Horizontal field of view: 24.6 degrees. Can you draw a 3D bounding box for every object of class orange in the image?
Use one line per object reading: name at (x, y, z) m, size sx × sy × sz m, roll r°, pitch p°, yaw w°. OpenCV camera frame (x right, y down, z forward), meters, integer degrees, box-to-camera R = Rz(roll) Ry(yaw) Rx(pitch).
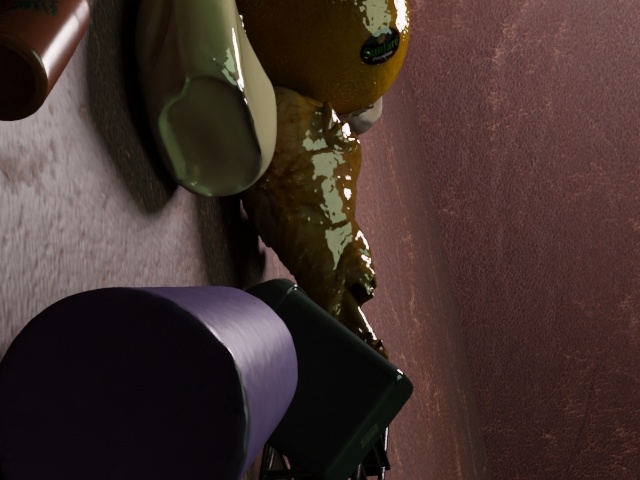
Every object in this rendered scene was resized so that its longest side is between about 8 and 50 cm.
orange at (-0.003, -0.309, 2.092) m, size 0.274 × 0.274 × 0.274 m, roll -9°, pitch 90°, yaw -78°

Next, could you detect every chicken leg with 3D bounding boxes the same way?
chicken leg at (0.000, 0.000, 2.016) m, size 0.295 × 0.182 × 0.409 m, roll 103°, pitch -35°, yaw -70°

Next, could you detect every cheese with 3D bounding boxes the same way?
cheese at (-0.135, -0.189, 1.739) m, size 0.266 × 0.127 × 0.233 m, roll 72°, pitch 12°, yaw -47°

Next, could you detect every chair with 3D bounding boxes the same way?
chair at (0.016, 0.287, 2.034) m, size 0.260 × 0.154 × 0.141 m, roll -80°, pitch 159°, yaw -52°

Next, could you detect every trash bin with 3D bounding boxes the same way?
trash bin at (-0.029, 0.160, 1.734) m, size 0.177 × 0.236 × 0.101 m, roll -52°, pitch 156°, yaw -8°

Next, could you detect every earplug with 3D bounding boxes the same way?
earplug at (-0.129, 0.135, 1.371) m, size 0.456 × 0.215 × 0.215 m, roll -15°, pitch 97°, yaw -81°

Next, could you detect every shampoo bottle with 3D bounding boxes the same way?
shampoo bottle at (-0.252, -0.192, 1.298) m, size 0.244 × 0.085 × 0.085 m, roll -83°, pitch 160°, yaw -58°

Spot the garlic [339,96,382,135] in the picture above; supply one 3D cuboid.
garlic at (0.044, -0.319, 2.586) m, size 0.325 × 0.132 × 0.279 m, roll -94°, pitch -177°, yaw -53°
